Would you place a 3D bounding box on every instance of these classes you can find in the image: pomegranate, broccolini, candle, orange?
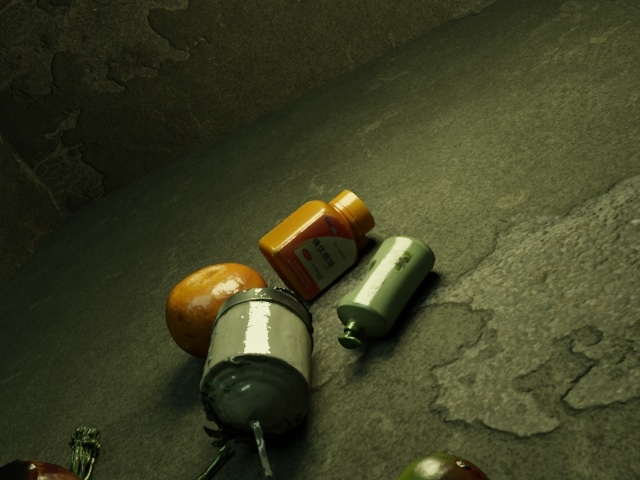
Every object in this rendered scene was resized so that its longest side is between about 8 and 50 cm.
[{"bbox_3d":[0.140,0.301,0.768,0.130,0.130,0.130,-28,24,14],"label":"pomegranate"},{"bbox_3d":[-0.213,0.404,1.114,0.052,0.054,0.194,-37,13,49],"label":"broccolini"},{"bbox_3d":[-0.101,0.227,1.129,0.187,0.187,0.330,-28,25,14],"label":"candle"},{"bbox_3d":[-0.207,0.146,1.433,0.224,0.170,0.224,-14,21,6],"label":"orange"},{"bbox_3d":[-0.465,0.456,1.351,0.091,0.068,0.203,-39,36,23],"label":"broccolini"}]

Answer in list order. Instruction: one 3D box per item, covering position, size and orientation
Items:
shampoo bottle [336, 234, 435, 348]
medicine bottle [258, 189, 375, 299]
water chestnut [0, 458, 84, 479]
[{"bbox_3d":[0.102,0.097,1.220,0.118,0.087,0.234,-1,40,47],"label":"shampoo bottle"},{"bbox_3d":[0.000,0.000,1.457,0.222,0.149,0.112,-40,25,-12],"label":"medicine bottle"},{"bbox_3d":[-0.478,0.469,1.007,0.350,0.302,0.350,-32,24,17],"label":"water chestnut"}]
